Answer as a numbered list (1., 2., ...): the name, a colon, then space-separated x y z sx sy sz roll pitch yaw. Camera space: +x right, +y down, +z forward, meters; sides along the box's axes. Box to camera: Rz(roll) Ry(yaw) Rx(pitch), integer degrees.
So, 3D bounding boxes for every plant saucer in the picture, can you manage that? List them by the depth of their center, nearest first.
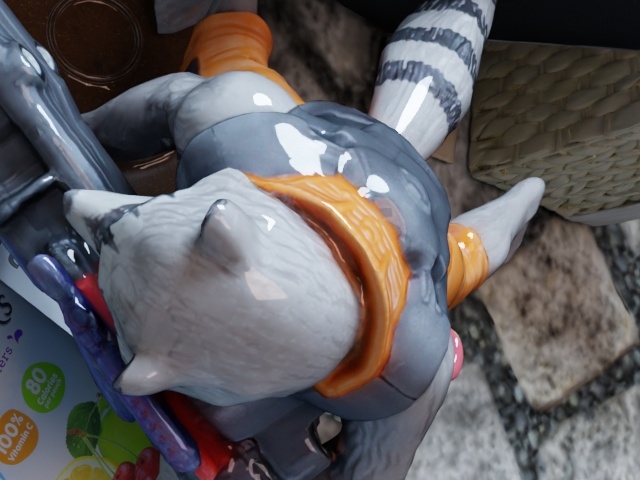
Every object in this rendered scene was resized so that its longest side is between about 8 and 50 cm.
1. plant saucer: -0.106 -0.088 0.909 0.168 0.029 0.168 8 70 -22

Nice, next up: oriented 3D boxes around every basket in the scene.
1. basket: 0.167 -0.081 1.089 0.103 0.167 0.113 14 73 -32

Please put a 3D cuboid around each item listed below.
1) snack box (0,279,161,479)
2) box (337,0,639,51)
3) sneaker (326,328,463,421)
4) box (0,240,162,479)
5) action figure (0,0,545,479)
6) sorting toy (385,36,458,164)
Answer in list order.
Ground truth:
1. snack box: -0.128 0.071 0.729 0.141 0.037 0.100 41 58 -26
2. box: 0.044 -0.285 0.896 0.395 0.212 0.293 23 78 -52
3. sneaker: 0.000 0.000 0.977 0.208 0.094 0.081 50 57 -21
4. box: -0.148 0.123 0.809 0.262 0.127 0.231 45 57 -26
5. action figure: -0.030 -0.044 0.748 0.341 0.178 0.330 51 19 -12
6. sorting toy: 0.055 -0.064 1.087 0.062 0.012 0.083 20 70 -37
